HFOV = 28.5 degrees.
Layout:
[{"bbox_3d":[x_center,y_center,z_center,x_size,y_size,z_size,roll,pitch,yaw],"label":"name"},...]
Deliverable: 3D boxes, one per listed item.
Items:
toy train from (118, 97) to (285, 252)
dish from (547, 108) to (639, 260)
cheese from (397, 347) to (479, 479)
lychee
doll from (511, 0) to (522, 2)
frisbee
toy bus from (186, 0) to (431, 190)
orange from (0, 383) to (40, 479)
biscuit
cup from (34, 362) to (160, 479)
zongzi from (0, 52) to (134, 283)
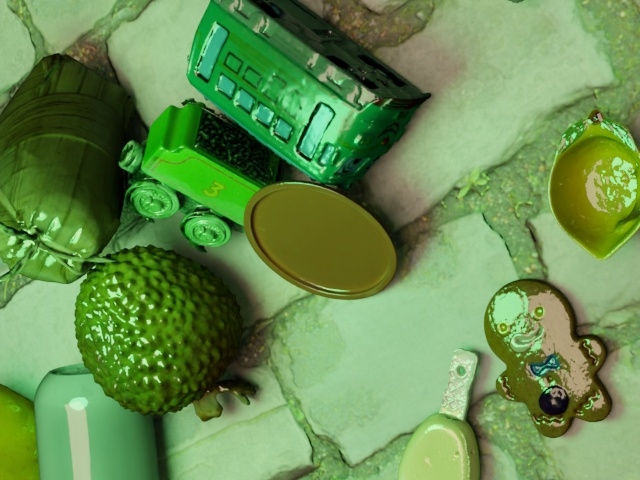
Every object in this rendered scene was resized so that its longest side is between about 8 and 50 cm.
[{"bbox_3d":[-0.186,-0.101,1.970,0.243,0.132,0.188,28,133,-23],"label":"toy train"},{"bbox_3d":[0.396,-0.079,1.739,0.149,0.080,0.207,4,100,31],"label":"dish"},{"bbox_3d":[0.197,0.287,1.907,0.127,0.050,0.255,19,105,25],"label":"cheese"},{"bbox_3d":[-0.252,0.149,2.008,0.270,0.320,0.270,-6,58,10],"label":"lychee"},{"bbox_3d":[0.243,-0.516,1.720,0.246,0.158,0.340,22,104,12],"label":"doll"},{"bbox_3d":[0.000,0.000,1.916,0.251,0.021,0.250,16,141,13],"label":"frisbee"},{"bbox_3d":[-0.031,-0.231,1.887,0.343,0.183,0.199,39,113,19],"label":"toy bus"},{"bbox_3d":[-0.591,0.385,2.238,0.279,0.235,0.279,18,120,35],"label":"orange"},{"bbox_3d":[0.325,0.169,1.835,0.180,0.039,0.236,-31,80,29],"label":"biscuit"},{"bbox_3d":[-0.376,0.370,2.138,0.205,0.205,0.312,-2,94,28],"label":"cup"},{"bbox_3d":[-0.489,0.006,2.050,0.467,0.218,0.500,-50,28,33],"label":"zongzi"}]
